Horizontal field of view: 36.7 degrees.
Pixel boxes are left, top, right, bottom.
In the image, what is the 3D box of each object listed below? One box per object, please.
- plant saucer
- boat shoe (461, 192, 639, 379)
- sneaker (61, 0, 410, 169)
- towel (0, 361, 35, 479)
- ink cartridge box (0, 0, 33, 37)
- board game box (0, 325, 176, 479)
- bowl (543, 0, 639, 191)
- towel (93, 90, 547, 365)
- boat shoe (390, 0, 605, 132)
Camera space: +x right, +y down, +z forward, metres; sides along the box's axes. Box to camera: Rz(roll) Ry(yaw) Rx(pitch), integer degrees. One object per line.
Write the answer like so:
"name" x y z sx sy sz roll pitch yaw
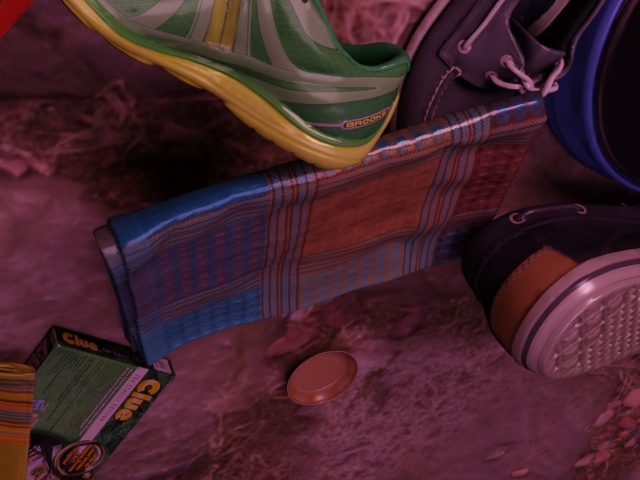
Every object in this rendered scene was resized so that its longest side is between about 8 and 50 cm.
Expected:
"plant saucer" 0.000 0.146 1.054 0.083 0.015 0.083 -14 133 -15
"boat shoe" 0.331 0.035 1.038 0.500 0.156 0.187 -1 128 -46
"sneaker" -0.065 -0.162 0.645 0.295 0.109 0.123 28 110 -28
"towel" -0.326 0.210 0.900 0.102 0.021 0.237 7 118 -12
"ink cartridge box" -0.279 -0.153 0.583 0.189 0.066 0.232 -43 146 12
"board game box" -0.271 0.199 0.952 0.136 0.030 0.260 26 113 -37
"bowl" 0.391 -0.208 0.907 0.391 0.077 0.391 -15 133 -16
"towel" 0.000 0.000 0.841 0.370 0.040 0.271 -17 157 -12
"boat shoe" 0.159 -0.168 0.804 0.116 0.099 0.319 5 126 -35
